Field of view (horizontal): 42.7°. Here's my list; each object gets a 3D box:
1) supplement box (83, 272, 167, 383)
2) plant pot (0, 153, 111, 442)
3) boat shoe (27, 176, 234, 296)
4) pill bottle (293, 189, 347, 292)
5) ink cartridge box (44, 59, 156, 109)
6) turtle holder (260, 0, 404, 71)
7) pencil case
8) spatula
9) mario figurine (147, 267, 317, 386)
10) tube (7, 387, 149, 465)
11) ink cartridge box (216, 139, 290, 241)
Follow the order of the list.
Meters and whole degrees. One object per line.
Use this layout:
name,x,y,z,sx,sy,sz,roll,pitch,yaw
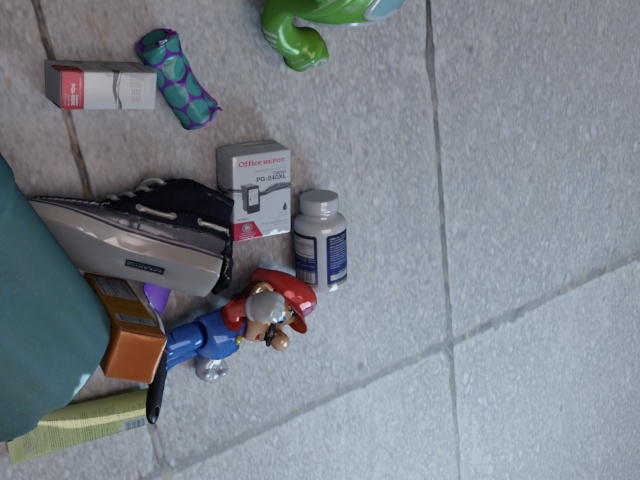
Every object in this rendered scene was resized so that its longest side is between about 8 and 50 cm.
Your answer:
supplement box,-0.306,0.127,1.230,0.080,0.233,0.078,15,100,-30
plant pot,-0.468,0.064,1.048,0.341,0.341,0.334,-40,128,-12
boat shoe,-0.292,-0.033,1.262,0.341,0.127,0.158,19,55,-17
pill bottle,0.000,0.000,1.454,0.094,0.094,0.169,-14,116,-27
ink cartridge box,-0.314,-0.222,1.166,0.135,0.099,0.056,-5,112,-29
turtle holder,0.042,-0.411,1.227,0.227,0.243,0.320,5,98,-51
pencil case,-0.214,-0.244,1.241,0.070,0.064,0.151,-31,124,-4
spatula,-0.251,0.144,1.264,0.030,0.296,0.084,-12,142,7
mario figurine,-0.143,0.169,1.380,0.321,0.198,0.170,-25,108,-16
tube,-0.397,0.301,1.360,0.240,0.062,0.070,-12,71,-22
ink cartridge box,-0.111,-0.084,1.370,0.109,0.063,0.150,-12,115,-28
